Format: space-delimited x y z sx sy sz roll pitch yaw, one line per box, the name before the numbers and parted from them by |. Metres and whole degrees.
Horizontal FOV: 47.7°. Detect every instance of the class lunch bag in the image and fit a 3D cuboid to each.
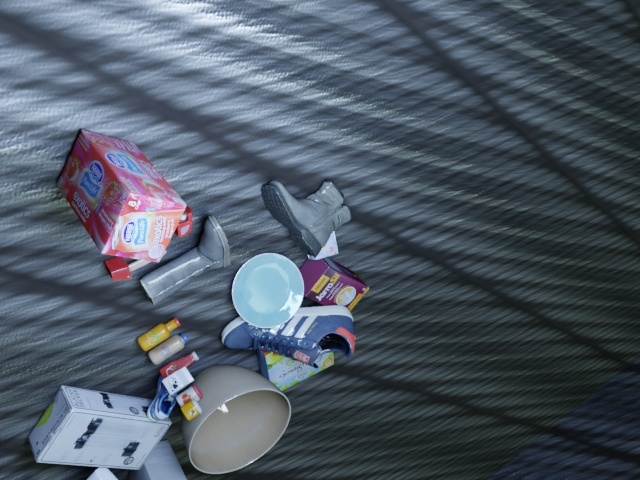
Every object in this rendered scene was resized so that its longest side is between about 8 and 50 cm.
lunch bag | 0.000 0.000 1.830 0.071 0.053 0.083 -17 106 -25

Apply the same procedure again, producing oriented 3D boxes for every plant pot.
plant pot | -0.245 0.434 1.880 0.284 0.191 0.284 -20 131 -24

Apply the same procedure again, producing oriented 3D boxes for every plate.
plate | -0.132 0.124 1.803 0.188 0.024 0.188 -2 95 -21

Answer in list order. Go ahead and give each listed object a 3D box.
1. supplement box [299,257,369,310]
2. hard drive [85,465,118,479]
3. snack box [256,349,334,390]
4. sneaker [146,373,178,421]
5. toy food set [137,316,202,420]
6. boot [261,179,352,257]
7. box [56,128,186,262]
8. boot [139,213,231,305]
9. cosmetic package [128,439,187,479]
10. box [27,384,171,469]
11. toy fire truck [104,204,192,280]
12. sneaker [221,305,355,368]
supplement box | 0.027 0.116 1.920 0.104 0.081 0.188 -52 137 8
hard drive | -0.577 0.758 1.819 0.353 0.233 0.047 -46 174 19
snack box | -0.068 0.313 2.009 0.207 0.070 0.174 -22 134 -21
sneaker | -0.377 0.379 1.790 0.053 0.059 0.144 33 56 -31
toy food set | -0.331 0.306 1.734 0.104 0.232 0.111 -33 170 -12
boot | -0.029 -0.091 1.732 0.161 0.083 0.246 -50 130 -19
box | -0.371 -0.085 1.332 0.123 0.257 0.128 13 113 -45
boot | -0.307 0.046 1.615 0.209 0.076 0.189 -21 142 -15
cosmetic package | -0.414 0.653 1.887 0.107 0.238 0.127 0 122 -37
box | -0.532 0.459 1.759 0.290 0.087 0.169 22 107 -45
toy fire truck | -0.367 0.003 1.558 0.192 0.047 0.135 -16 131 -28
sneaker | -0.074 0.259 1.854 0.350 0.148 0.131 -6 142 -11
